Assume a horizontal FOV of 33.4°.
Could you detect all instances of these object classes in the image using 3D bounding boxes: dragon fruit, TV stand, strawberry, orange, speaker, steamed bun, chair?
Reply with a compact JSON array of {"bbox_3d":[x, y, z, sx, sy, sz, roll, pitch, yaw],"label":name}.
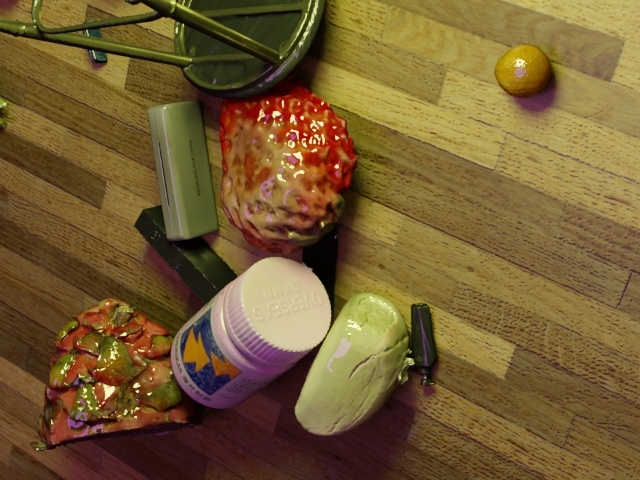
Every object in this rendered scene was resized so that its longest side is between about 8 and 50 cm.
[{"bbox_3d":[-0.381,0.241,2.005,0.296,0.314,0.263,-29,67,57],"label":"dragon fruit"},{"bbox_3d":[0.000,0.000,1.821,0.049,0.040,0.256,11,103,30],"label":"TV stand"},{"bbox_3d":[-0.090,-0.140,1.753,0.265,0.149,0.336,-37,68,42],"label":"strawberry"},{"bbox_3d":[0.297,-0.249,1.563,0.085,0.085,0.085,8,105,31],"label":"orange"},{"bbox_3d":[-0.242,0.024,1.958,0.218,0.082,0.044,46,121,17],"label":"speaker"},{"bbox_3d":[0.064,0.219,1.764,0.152,0.170,0.239,25,112,7],"label":"steamed bun"},{"bbox_3d":[-0.225,-0.418,1.608,0.364,0.410,0.362,2,76,36],"label":"chair"}]

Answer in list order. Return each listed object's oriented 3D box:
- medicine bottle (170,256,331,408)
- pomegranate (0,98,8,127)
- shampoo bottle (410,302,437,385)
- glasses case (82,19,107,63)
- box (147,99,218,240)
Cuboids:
[{"bbox_3d":[-0.123,0.161,1.812,0.178,0.178,0.290,58,141,8],"label":"medicine bottle"},{"bbox_3d":[-0.765,-0.291,2.166,0.263,0.211,0.211,12,113,-14],"label":"pomegranate"},{"bbox_3d":[0.169,0.173,1.762,0.048,0.027,0.137,3,102,37],"label":"shampoo bottle"},{"bbox_3d":[-0.430,-0.374,2.014,0.023,0.033,0.083,-15,92,44],"label":"glasses case"},{"bbox_3d":[-0.245,-0.126,1.911,0.055,0.103,0.244,-2,100,37],"label":"box"}]
